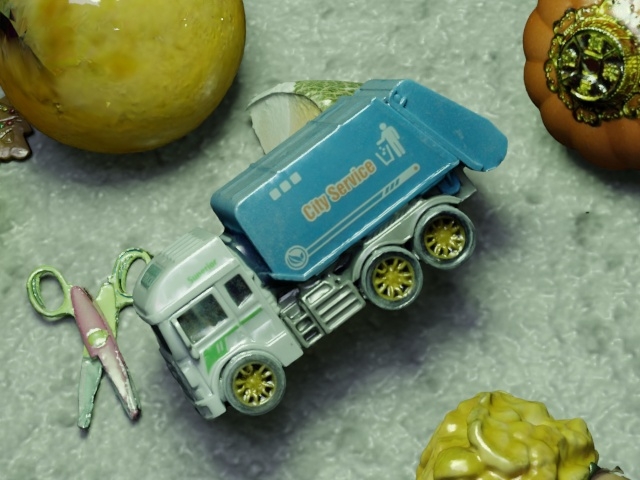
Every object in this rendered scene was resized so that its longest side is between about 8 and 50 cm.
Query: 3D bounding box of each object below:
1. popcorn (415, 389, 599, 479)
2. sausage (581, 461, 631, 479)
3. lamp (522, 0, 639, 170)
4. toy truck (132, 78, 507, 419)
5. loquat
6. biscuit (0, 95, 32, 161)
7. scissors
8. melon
[{"bbox_3d":[0.152,0.195,1.329,0.163,0.140,0.194,30,30,36],"label":"popcorn"},{"bbox_3d":[0.109,0.298,1.229,0.371,0.082,0.082,-45,54,32],"label":"sausage"},{"bbox_3d":[0.295,-0.174,1.486,0.223,0.223,0.196,36,29,25],"label":"lamp"},{"bbox_3d":[0.000,0.000,1.438,0.367,0.146,0.175,-38,102,-9],"label":"toy truck"},{"bbox_3d":[-0.203,-0.217,1.584,0.263,0.263,0.263,-4,61,7],"label":"loquat"},{"bbox_3d":[-0.336,-0.118,1.670,0.082,0.016,0.092,11,66,16],"label":"biscuit"},{"bbox_3d":[-0.214,0.094,1.531,0.133,0.020,0.187,-11,59,-1],"label":"scissors"},{"bbox_3d":[0.019,-0.117,1.560,0.202,0.139,0.093,-2,84,6],"label":"melon"}]
